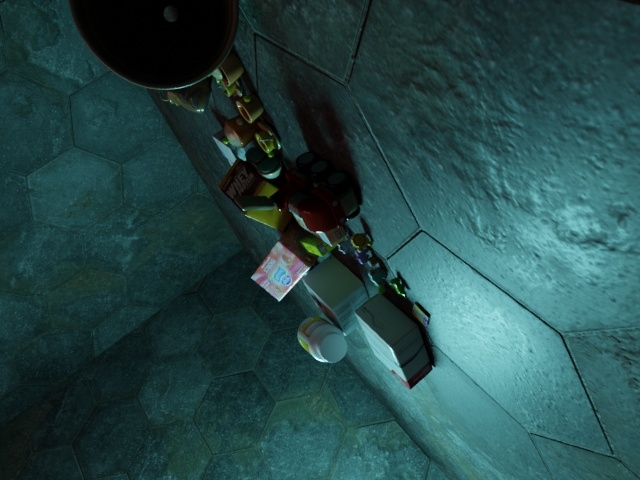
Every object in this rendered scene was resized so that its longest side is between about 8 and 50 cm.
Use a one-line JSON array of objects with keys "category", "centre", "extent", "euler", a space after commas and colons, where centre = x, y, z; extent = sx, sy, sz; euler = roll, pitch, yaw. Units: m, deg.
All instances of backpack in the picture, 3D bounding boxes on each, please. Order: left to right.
[{"category": "backpack", "centre": [-0.114, -0.033, 1.910], "extent": [0.120, 0.098, 0.101], "euler": [55, -173, -18]}]

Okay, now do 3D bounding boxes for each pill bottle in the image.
[{"category": "pill bottle", "centre": [0.010, 0.366, 1.784], "extent": [0.136, 0.136, 0.245], "euler": [55, 167, -12]}]

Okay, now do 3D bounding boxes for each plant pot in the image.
[{"category": "plant pot", "centre": [-0.342, -0.508, 1.071], "extent": [0.323, 0.323, 0.280], "euler": [58, -177, -22]}]

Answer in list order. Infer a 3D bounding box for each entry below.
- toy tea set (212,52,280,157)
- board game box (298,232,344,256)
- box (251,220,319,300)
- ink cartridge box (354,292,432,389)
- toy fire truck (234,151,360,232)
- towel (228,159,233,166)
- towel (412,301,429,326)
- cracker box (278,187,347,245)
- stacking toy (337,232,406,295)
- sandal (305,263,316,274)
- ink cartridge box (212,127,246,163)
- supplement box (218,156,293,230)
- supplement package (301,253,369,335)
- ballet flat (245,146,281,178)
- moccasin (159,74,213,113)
[{"category": "toy tea set", "centre": [-0.252, -0.378, 1.402], "extent": [0.200, 0.124, 0.336], "euler": [39, 161, 47]}, {"category": "board game box", "centre": [0.000, 0.000, 1.606], "extent": [0.043, 0.092, 0.181], "euler": [57, 167, -16]}, {"category": "box", "centre": [-0.120, 0.080, 1.818], "extent": [0.154, 0.142, 0.300], "euler": [40, 139, -2]}, {"category": "ink cartridge box", "centre": [0.242, 0.329, 1.593], "extent": [0.197, 0.114, 0.273], "euler": [41, 163, 46]}, {"category": "toy fire truck", "centre": [-0.061, -0.099, 1.205], "extent": [0.217, 0.246, 0.158], "euler": [40, 163, 44]}, {"category": "towel", "centre": [-0.298, -0.254, 2.074], "extent": [0.282, 0.049, 0.187], "euler": [37, 160, 50]}, {"category": "towel", "centre": [0.282, 0.209, 1.365], "extent": [0.060, 0.009, 0.083], "euler": [47, 165, 27]}, {"category": "cracker box", "centre": [-0.028, -0.090, 1.520], "extent": [0.232, 0.067, 0.156], "euler": [35, 159, 56]}, {"category": "stacking toy", "centre": [0.143, 0.074, 1.398], "extent": [0.221, 0.052, 0.167], "euler": [53, 168, -6]}, {"category": "sandal", "centre": [-0.035, 0.127, 2.148], "extent": [0.265, 0.076, 0.102], "euler": [23, 170, 24]}, {"category": "ink cartridge box", "centre": [-0.348, -0.365, 1.918], "extent": [0.181, 0.061, 0.104], "euler": [39, 162, 48]}, {"category": "supplement box", "centre": [-0.207, -0.158, 1.667], "extent": [0.194, 0.129, 0.191], "euler": [42, -169, 38]}, {"category": "supplement package", "centre": [0.066, 0.202, 1.790], "extent": [0.194, 0.149, 0.203], "euler": [42, 165, 38]}, {"category": "ballet flat", "centre": [-0.173, -0.246, 1.599], "extent": [0.248, 0.086, 0.086], "euler": [46, 167, 54]}, {"category": "moccasin", "centre": [-0.416, -0.478, 1.498], "extent": [0.147, 0.139, 0.380], "euler": [13, -153, -18]}]
